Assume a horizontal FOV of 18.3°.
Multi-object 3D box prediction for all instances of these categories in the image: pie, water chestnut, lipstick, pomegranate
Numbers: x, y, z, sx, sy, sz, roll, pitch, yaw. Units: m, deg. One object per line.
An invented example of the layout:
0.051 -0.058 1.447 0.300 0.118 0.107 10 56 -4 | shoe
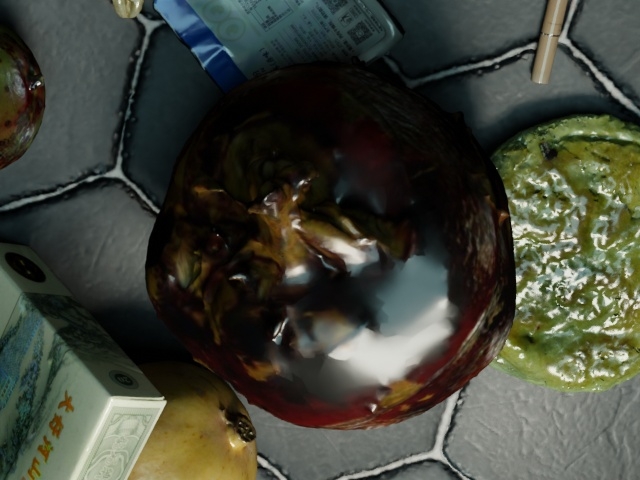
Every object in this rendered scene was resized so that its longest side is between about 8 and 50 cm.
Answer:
0.240 0.017 1.890 0.277 0.078 0.277 -2 113 -4 | pie
0.000 0.000 1.719 0.335 0.347 0.335 -2 86 23 | water chestnut
0.212 -0.191 1.834 0.019 0.019 0.094 8 112 -7 | lipstick
-0.329 -0.129 1.763 0.169 0.148 0.149 1 112 -6 | pomegranate
-0.151 0.203 1.881 0.191 0.191 0.191 -1 112 -3 | pomegranate

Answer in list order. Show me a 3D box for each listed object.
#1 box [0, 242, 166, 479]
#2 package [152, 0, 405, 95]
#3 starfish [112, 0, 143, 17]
-0.263 0.136 1.817 0.069 0.256 0.164 7 117 -45 | box
-0.038 -0.202 1.812 0.173 0.027 0.171 -33 113 12 | package
-0.253 -0.338 1.704 0.375 0.094 0.327 6 122 -13 | starfish
